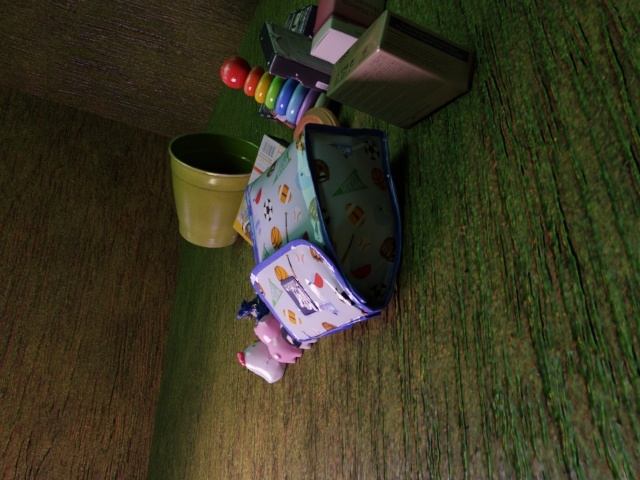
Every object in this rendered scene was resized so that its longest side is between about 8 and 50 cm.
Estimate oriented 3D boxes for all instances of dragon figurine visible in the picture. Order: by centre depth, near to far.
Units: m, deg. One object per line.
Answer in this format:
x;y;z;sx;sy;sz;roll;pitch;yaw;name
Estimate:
-0.136;0.143;1.772;0.289;0.085;0.144;-52;-6;-42;dragon figurine

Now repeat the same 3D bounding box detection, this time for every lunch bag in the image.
0.000;0.000;1.352;0.328;0.239;0.385;-33;62;57;lunch bag

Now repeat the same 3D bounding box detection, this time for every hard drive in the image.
-0.048;-0.525;1.867;0.339;0.237;0.064;-105;37;-57;hard drive

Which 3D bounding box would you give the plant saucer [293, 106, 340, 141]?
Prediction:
-0.015;-0.260;1.751;0.200;0.037;0.199;13;107;51;plant saucer

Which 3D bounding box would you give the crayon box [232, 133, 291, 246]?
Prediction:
-0.152;-0.146;2.017;0.203;0.083;0.322;39;112;51;crayon box

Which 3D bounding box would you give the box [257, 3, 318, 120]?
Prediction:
-0.099;-0.609;2.277;0.318;0.097;0.394;34;107;68;box

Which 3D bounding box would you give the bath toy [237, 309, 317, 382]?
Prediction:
-0.104;0.228;1.609;0.348;0.129;0.151;124;153;-43;bath toy

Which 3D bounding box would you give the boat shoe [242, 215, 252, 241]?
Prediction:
-0.111;-0.083;1.863;0.257;0.095;0.095;-44;40;16;boat shoe

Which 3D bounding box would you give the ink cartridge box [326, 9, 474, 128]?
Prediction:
0.147;-0.319;1.249;0.235;0.193;0.088;-23;52;65;ink cartridge box

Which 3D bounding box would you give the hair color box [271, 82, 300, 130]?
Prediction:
-0.061;-0.424;1.962;0.167;0.093;0.053;-53;33;8;hair color box

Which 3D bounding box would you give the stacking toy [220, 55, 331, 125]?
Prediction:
-0.135;-0.427;1.859;0.141;0.331;0.141;24;-90;-89;stacking toy

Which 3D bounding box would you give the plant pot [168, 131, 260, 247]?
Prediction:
-0.402;-0.175;2.462;0.366;0.367;0.352;-107;26;-57;plant pot

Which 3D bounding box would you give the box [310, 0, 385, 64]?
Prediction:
0.076;-0.592;1.712;0.127;0.149;0.232;146;135;-60;box
